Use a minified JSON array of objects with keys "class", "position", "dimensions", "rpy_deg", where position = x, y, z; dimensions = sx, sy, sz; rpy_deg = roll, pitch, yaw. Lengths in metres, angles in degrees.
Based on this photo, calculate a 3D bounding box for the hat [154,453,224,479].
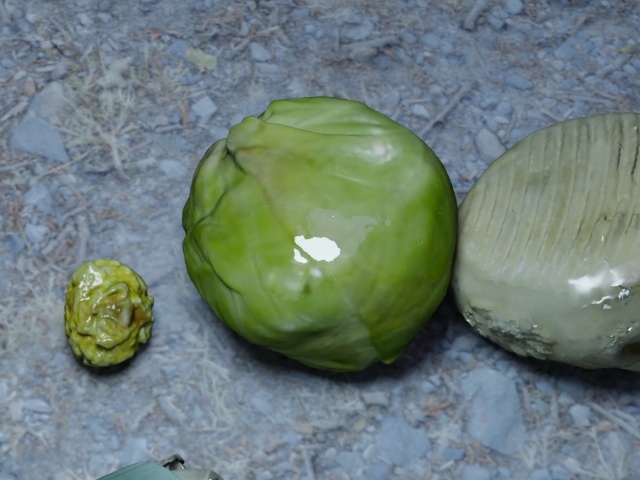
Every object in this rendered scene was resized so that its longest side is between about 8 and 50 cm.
[{"class":"hat","position":[-0.093,0.331,1.662],"dimensions":[0.149,0.214,0.244],"rpy_deg":[-11,70,25]}]

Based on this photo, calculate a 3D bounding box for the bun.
[{"class":"bun","position":[0.324,0.010,1.886],"dimensions":[0.362,0.234,0.326],"rpy_deg":[-18,49,2]}]

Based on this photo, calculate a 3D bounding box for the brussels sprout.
[{"class":"brussels sprout","position":[0.000,0.000,1.843],"dimensions":[0.328,0.247,0.328],"rpy_deg":[-7,49,9]}]

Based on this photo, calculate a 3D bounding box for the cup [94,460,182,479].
[{"class":"cup","position":[-0.256,0.443,1.500],"dimensions":[0.392,0.400,0.310],"rpy_deg":[-26,20,-27]}]

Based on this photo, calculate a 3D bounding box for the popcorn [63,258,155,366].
[{"class":"popcorn","position":[-0.236,0.083,1.838],"dimensions":[0.106,0.116,0.120],"rpy_deg":[9,52,-22]}]
